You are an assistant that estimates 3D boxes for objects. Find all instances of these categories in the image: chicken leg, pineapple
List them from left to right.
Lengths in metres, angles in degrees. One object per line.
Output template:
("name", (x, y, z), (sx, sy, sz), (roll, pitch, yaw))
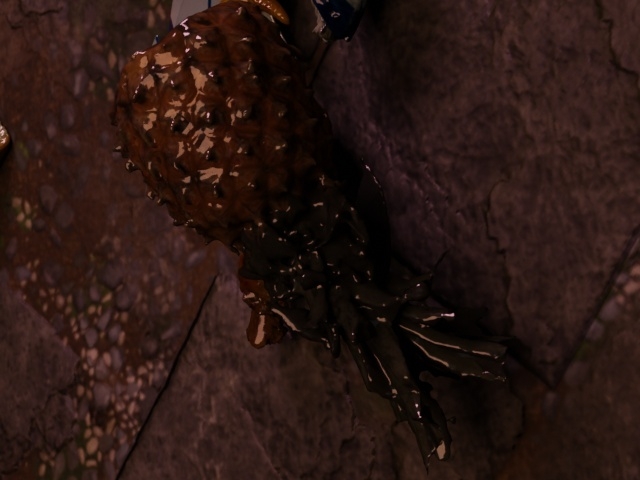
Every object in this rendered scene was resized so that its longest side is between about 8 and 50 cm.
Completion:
("chicken leg", (-0.046, -0.019, 1.535), (0.101, 0.085, 0.207), (8, 101, 5))
("pineapple", (-0.001, 0.000, 1.402), (0.165, 0.165, 0.364), (-40, 88, 31))

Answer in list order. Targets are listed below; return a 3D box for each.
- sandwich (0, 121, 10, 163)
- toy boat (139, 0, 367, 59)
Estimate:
("sandwich", (-0.375, -0.039, 1.850), (0.117, 0.144, 0.187), (50, 153, 30))
("toy boat", (-0.063, -0.206, 1.590), (0.291, 0.067, 0.220), (-45, 60, 41))
